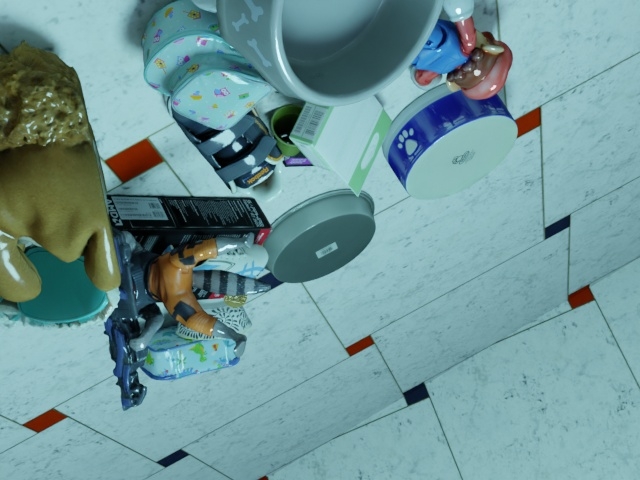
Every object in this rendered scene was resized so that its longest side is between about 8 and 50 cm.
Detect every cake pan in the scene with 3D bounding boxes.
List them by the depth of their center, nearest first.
[{"bbox_3d":[0.000,0.000,2.134,0.293,0.054,0.293,-22,153,-12],"label":"cake pan"}]

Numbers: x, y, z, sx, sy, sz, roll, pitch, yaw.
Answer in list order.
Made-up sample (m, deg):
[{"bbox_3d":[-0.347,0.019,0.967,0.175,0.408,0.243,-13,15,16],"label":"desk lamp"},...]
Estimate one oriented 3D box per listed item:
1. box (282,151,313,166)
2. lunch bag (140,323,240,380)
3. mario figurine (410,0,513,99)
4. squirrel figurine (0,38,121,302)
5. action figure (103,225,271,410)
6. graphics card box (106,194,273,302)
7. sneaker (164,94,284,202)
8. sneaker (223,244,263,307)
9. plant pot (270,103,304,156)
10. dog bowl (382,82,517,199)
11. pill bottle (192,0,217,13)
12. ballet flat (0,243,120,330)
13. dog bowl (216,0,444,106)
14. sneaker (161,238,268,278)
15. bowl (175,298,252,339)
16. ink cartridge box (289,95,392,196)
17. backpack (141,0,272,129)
[{"bbox_3d":[0.008,-0.202,1.820,0.116,0.029,0.162,-5,144,-37],"label":"box"},{"bbox_3d":[-0.299,0.239,2.150,0.219,0.176,0.090,-11,106,-31],"label":"lunch bag"},{"bbox_3d":[0.205,-0.353,1.686,0.320,0.198,0.170,10,93,-40],"label":"mario figurine"},{"bbox_3d":[-0.502,-0.088,1.359,0.370,0.281,0.397,-11,136,-10],"label":"squirrel figurine"},{"bbox_3d":[-0.268,0.115,1.651,0.178,0.330,0.341,-35,128,-64],"label":"action figure"},{"bbox_3d":[-0.302,0.022,1.844,0.371,0.094,0.233,-3,142,-42],"label":"graphics card box"},{"bbox_3d":[-0.144,-0.170,1.632,0.126,0.127,0.321,-32,151,9],"label":"sneaker"},{"bbox_3d":[-0.173,0.046,2.051,0.069,0.084,0.185,12,112,-19],"label":"sneaker"},{"bbox_3d":[-0.054,-0.191,1.741,0.083,0.083,0.079,-19,164,-18],"label":"plant pot"},{"bbox_3d":[0.266,-0.204,1.975,0.265,0.104,0.265,-22,152,-13],"label":"dog bowl"},{"bbox_3d":[-0.061,-0.364,1.363,0.245,0.130,0.130,5,138,-46],"label":"pill bottle"},{"bbox_3d":[-0.477,0.077,1.600,0.408,0.147,0.147,1,164,26],"label":"ballet flat"},{"bbox_3d":[0.032,-0.338,1.290,0.348,0.102,0.349,-26,136,-29],"label":"dog bowl"},{"bbox_3d":[-0.190,0.035,1.789,0.237,0.085,0.086,-9,136,-40],"label":"sneaker"},{"bbox_3d":[-0.238,0.155,2.120,0.170,0.170,0.080,-10,104,-31],"label":"bowl"},{"bbox_3d":[0.042,-0.201,1.728,0.171,0.056,0.235,-65,154,-10],"label":"ink cartridge box"},{"bbox_3d":[-0.167,-0.261,1.416,0.188,0.144,0.166,23,141,-32],"label":"backpack"}]
